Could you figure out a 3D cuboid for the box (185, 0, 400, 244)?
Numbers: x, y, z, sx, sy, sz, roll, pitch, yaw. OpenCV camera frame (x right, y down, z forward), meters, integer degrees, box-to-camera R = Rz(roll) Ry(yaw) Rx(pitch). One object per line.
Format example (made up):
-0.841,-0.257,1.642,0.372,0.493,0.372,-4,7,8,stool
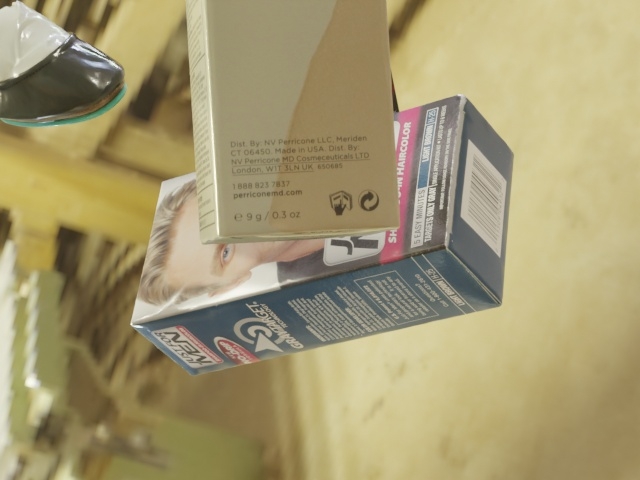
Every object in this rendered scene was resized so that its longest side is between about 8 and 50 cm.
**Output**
-0.026,-0.155,1.155,0.148,0.121,0.311,176,91,-81,box

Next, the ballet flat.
-0.275,-0.153,1.496,0.280,0.096,0.095,5,44,51,ballet flat

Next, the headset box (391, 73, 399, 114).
0.039,-0.156,1.710,0.032,0.062,0.083,-123,16,-49,headset box

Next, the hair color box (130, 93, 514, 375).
0.000,0.000,1.602,0.347,0.105,0.174,-15,49,31,hair color box
